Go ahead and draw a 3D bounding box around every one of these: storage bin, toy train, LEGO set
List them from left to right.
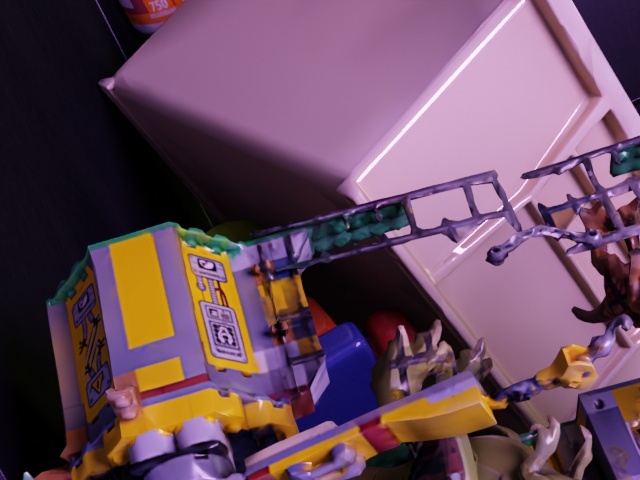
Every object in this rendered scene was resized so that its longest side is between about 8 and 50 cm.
[{"bbox_3d":[-0.022,0.039,0.609,0.143,0.105,0.248,56,-3,46],"label":"toy train"},{"bbox_3d":[0.053,-0.013,0.679,0.260,0.123,0.262,50,-13,-33],"label":"storage bin"},{"bbox_3d":[0.089,0.102,0.393,0.255,0.331,0.192,91,-15,-50],"label":"LEGO set"}]

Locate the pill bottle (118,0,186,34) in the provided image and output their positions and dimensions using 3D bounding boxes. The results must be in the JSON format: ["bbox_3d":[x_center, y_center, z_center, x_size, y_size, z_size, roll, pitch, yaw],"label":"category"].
[{"bbox_3d":[-0.117,-0.216,0.863,0.152,0.086,0.086,61,7,-32],"label":"pill bottle"}]
